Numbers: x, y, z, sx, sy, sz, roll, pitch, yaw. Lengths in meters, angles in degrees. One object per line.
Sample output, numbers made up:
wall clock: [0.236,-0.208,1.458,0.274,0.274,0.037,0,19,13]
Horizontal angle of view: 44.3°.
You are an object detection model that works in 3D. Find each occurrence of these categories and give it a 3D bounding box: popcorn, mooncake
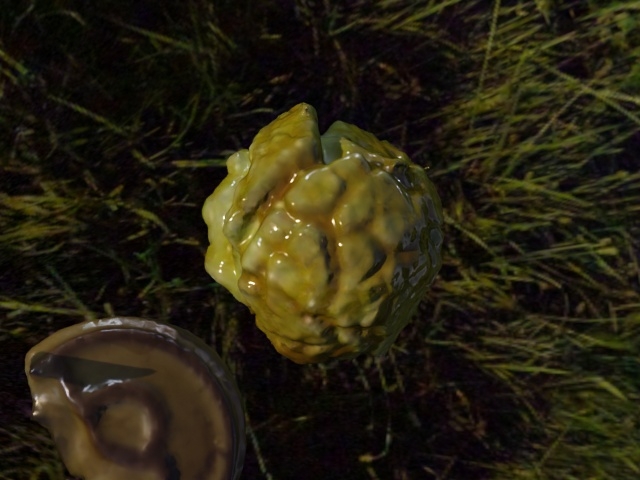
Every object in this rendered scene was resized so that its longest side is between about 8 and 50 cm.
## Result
popcorn: [0.003,-0.006,0.833,0.282,0.282,0.247,34,95,-25]
mooncake: [-0.318,0.318,1.282,0.394,0.246,0.393,33,84,-6]
